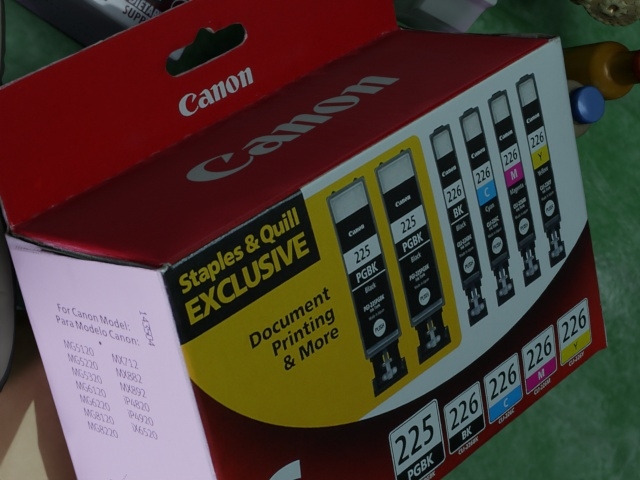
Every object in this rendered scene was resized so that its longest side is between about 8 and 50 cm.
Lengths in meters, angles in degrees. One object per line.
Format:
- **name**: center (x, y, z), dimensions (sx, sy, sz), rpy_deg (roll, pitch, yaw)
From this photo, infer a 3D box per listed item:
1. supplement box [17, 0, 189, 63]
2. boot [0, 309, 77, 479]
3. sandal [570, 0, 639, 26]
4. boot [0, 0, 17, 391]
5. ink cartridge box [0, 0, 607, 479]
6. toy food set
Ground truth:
- **supplement box**: center (-0.096, -0.233, 0.972), dimensions (0.130, 0.073, 0.239), rpy_deg (32, 72, -26)
- **boot**: center (-0.152, 0.213, 0.919), dimensions (0.236, 0.089, 0.269), rpy_deg (44, 67, -23)
- **sandal**: center (0.152, -0.199, 1.095), dimensions (0.079, 0.088, 0.240), rpy_deg (-30, 76, -8)
- **boot**: center (-0.276, -0.049, 0.740), dimensions (0.284, 0.138, 0.377), rpy_deg (-32, 125, -56)
- **ink cartridge box**: center (0.000, 0.000, 0.898), dimensions (0.309, 0.130, 0.272), rpy_deg (-33, 120, -38)
- **toy food set**: center (0.102, -0.118, 1.069), dimensions (0.232, 0.104, 0.111), rpy_deg (24, 77, -29)
